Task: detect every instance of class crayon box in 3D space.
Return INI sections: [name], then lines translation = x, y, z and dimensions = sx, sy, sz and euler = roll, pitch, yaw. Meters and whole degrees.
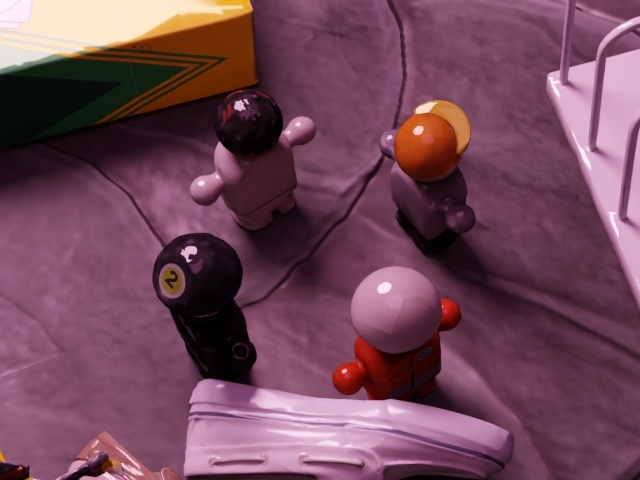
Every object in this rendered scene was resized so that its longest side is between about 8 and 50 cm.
[crayon box]
translation = -0.244, -0.257, 1.309
dimensions = 0.313, 0.106, 0.363
euler = -15, 61, -5

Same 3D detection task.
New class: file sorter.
[file sorter]
translation = 0.298, -0.071, 1.127
dimensions = 0.193, 0.173, 0.277
euler = -15, 61, -4

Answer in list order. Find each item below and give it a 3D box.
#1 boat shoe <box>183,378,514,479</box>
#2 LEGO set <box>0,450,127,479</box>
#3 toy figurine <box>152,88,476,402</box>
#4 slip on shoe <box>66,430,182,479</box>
[boat shoe]
translation = 0.016, 0.148, 1.087
dimensions = 0.226, 0.083, 0.076
euler = 5, 72, 20
[LEGO set]
translation = -0.266, 0.218, 0.940
dimensions = 0.255, 0.331, 0.192
euler = -15, 59, -31
[toy figurine]
translation = 0.000, 0.000, 1.122
dimensions = 0.213, 0.148, 0.209
euler = 10, 62, 10
[slip on shoe]
translation = -0.108, 0.173, 1.090
dimensions = 0.135, 0.051, 0.041
euler = 23, 67, 25
